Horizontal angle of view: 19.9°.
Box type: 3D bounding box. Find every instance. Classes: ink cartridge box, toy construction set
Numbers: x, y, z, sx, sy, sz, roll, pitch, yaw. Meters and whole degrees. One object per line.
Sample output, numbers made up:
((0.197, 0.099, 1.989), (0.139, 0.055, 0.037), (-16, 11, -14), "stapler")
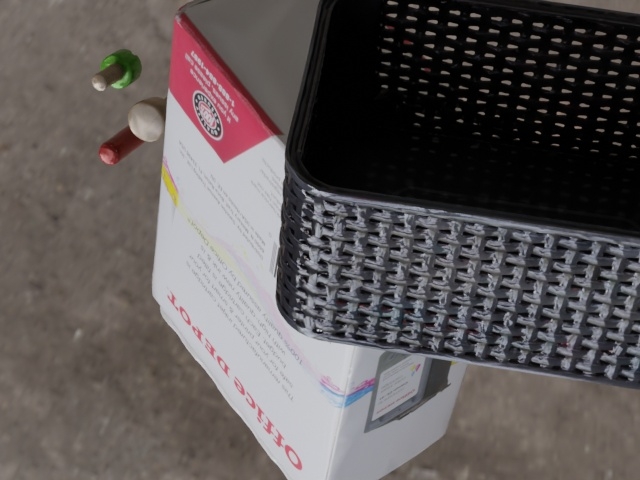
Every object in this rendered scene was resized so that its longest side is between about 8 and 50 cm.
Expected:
((0.000, 0.000, 1.218), (0.226, 0.131, 0.306), (51, 154, 25), "ink cartridge box")
((-0.053, -0.182, 1.795), (0.309, 0.237, 0.257), (-19, 104, 28), "toy construction set")

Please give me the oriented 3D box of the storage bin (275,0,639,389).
((0.079, -0.022, 0.699), (0.180, 0.122, 0.084), (8, 138, 4), "storage bin")
